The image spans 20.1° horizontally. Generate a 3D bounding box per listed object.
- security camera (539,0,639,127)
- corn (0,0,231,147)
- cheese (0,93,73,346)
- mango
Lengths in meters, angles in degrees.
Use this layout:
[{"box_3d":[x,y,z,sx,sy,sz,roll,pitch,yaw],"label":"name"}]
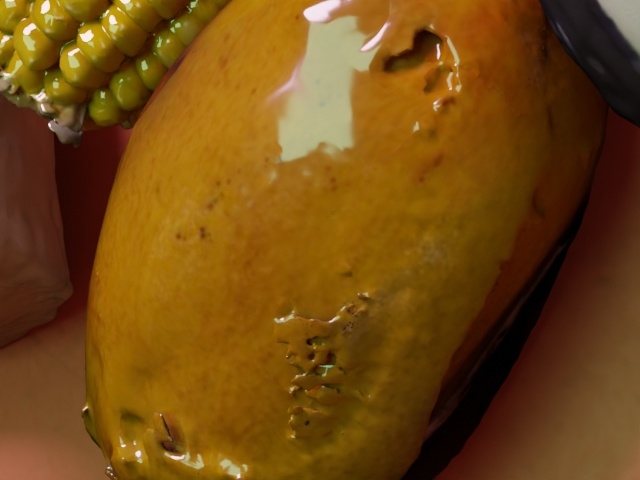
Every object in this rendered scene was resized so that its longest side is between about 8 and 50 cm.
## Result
[{"box_3d":[0.157,-0.057,0.468,0.191,0.197,0.277,-41,51,35],"label":"security camera"},{"box_3d":[-0.007,-0.168,0.658,0.313,0.102,0.102,-49,53,0],"label":"corn"},{"box_3d":[-0.264,-0.034,0.703,0.292,0.332,0.153,-11,73,24],"label":"cheese"},{"box_3d":[0.000,0.000,0.619,0.156,0.151,0.249,-95,30,-63],"label":"mango"}]
